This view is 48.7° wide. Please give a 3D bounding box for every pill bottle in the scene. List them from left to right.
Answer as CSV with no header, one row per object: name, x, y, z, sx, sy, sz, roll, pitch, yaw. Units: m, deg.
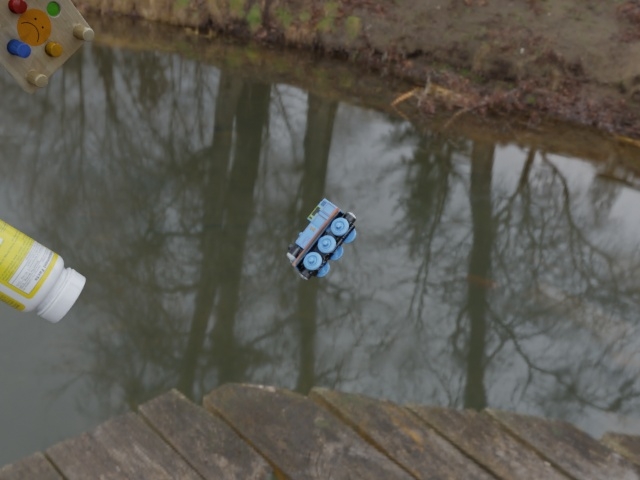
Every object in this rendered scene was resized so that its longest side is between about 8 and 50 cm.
pill bottle,-0.528,0.052,1.233,0.209,0.119,0.119,37,15,-24

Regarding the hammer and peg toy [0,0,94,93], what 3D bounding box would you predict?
hammer and peg toy,-0.771,-0.577,1.790,0.127,0.361,0.266,26,71,34

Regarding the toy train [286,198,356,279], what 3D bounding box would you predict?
toy train,0.000,0.000,1.598,0.105,0.184,0.080,37,-3,28
